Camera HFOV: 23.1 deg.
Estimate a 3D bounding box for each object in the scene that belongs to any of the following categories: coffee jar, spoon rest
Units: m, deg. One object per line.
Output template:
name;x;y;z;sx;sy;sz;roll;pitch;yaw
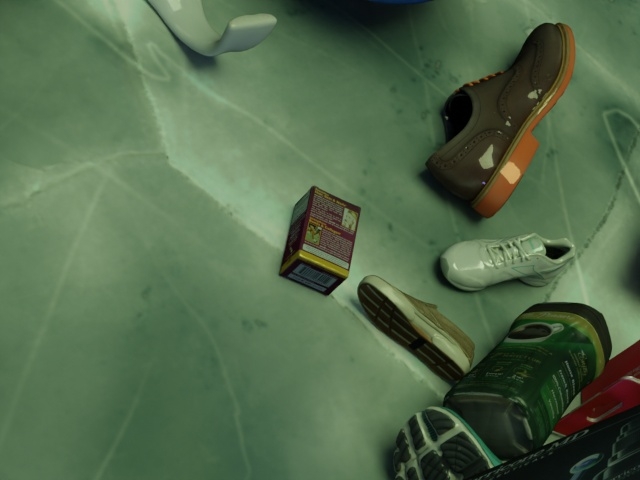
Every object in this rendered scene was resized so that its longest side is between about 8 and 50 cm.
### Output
coffee jar;0.198;0.127;1.462;0.184;0.096;0.079;-40;119;-45
spoon rest;-0.146;-0.277;1.525;0.137;0.084;0.276;-13;57;-37

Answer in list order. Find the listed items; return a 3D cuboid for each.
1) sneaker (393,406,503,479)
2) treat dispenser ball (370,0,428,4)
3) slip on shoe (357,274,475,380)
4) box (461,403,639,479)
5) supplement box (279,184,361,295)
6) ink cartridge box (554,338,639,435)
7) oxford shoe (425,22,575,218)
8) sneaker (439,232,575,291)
sneaker;0.166;0.261;1.389;0.275;0.107;0.110;53;30;0
treat dispenser ball;0.082;-0.383;1.578;0.288;0.288;0.288;15;56;-24
slip on shoe;0.092;0.074;1.464;0.135;0.051;0.041;40;56;-9
box;0.197;0.287;1.095;0.212;0.293;0.395;60;28;-2
supplement box;0.000;0.000;1.458;0.055;0.043;0.083;24;54;-17
ink cartridge box;0.349;0.157;1.518;0.231;0.134;0.078;18;54;-22
oxford shoe;0.191;-0.149;1.633;0.098;0.097;0.271;32;51;-4
sneaker;0.187;0.014;1.553;0.152;0.061;0.054;-4;67;-31
